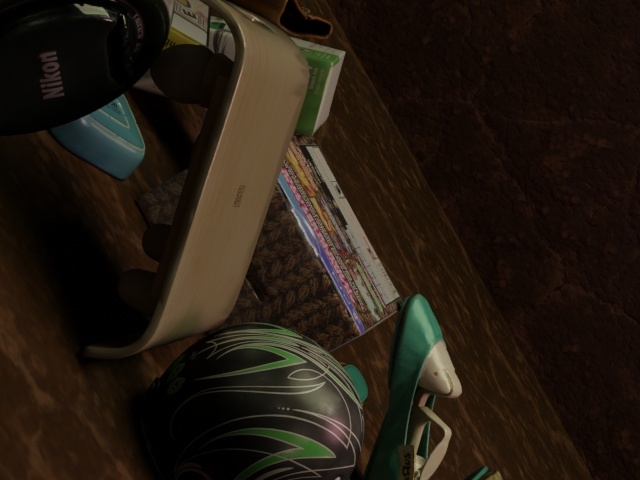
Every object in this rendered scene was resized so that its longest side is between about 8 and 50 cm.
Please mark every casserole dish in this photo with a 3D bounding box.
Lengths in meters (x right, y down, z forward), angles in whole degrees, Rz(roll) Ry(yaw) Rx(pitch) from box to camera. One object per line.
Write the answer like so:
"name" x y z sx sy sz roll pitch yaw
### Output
"casserole dish" -0.226 -0.128 1.457 0.114 0.037 0.188 66 12 22

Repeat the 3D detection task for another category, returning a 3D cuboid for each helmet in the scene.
"helmet" -0.049 0.149 1.243 0.169 0.161 0.169 56 13 -20

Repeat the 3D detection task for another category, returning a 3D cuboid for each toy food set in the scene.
"toy food set" -0.109 -0.052 1.265 0.092 0.306 0.220 20 5 11

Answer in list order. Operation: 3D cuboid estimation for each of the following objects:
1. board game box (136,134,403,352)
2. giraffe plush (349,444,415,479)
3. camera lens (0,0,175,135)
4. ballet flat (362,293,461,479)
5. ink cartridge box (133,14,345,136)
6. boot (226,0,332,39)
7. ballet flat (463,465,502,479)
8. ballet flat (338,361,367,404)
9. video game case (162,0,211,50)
"board game box" -0.043 0.017 1.618 0.232 0.141 0.291 62 12 3
"giraffe plush" 0.035 0.284 1.348 0.170 0.181 0.210 12 57 -46
"camera lens" -0.251 -0.236 1.158 0.274 0.219 0.219 66 13 22
"ballet flat" 0.116 0.188 1.700 0.083 0.087 0.247 5 98 -63
"ink cartridge box" -0.094 -0.199 1.728 0.219 0.093 0.160 16 13 2
"boot" -0.106 -0.327 1.891 0.280 0.096 0.264 23 2 18
"ballet flat" 0.164 0.351 1.750 0.123 0.123 0.348 63 17 9
"ballet flat" -0.016 0.178 1.541 0.080 0.073 0.232 67 19 7
"video game case" -0.229 -0.302 1.595 0.248 0.035 0.275 29 23 -16
